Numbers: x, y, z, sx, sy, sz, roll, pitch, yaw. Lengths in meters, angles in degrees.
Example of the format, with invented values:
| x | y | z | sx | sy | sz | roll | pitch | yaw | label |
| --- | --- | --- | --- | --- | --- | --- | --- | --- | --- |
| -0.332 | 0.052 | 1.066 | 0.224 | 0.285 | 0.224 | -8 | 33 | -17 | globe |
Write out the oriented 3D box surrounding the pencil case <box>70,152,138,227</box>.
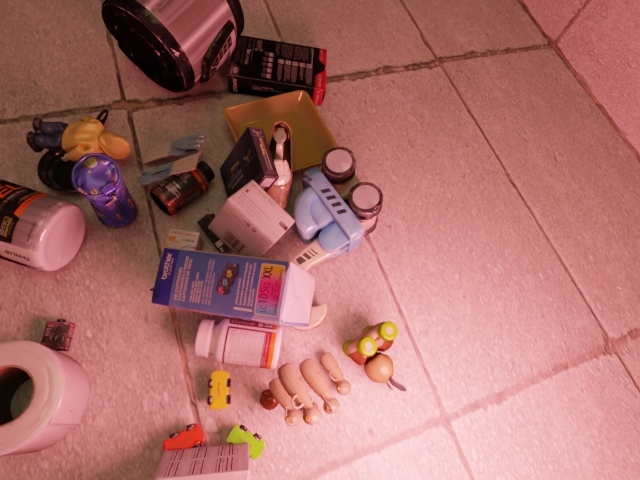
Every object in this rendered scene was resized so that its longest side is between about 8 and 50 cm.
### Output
| x | y | z | sx | sy | sz | roll | pitch | yaw | label |
| --- | --- | --- | --- | --- | --- | --- | --- | --- | --- |
| -0.598 | -0.127 | 1.135 | 0.119 | 0.306 | 0.133 | -36 | 87 | -22 | pencil case |

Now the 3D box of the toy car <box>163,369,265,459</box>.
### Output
| x | y | z | sx | sy | sz | roll | pitch | yaw | label |
| --- | --- | --- | --- | --- | --- | --- | --- | --- | --- |
| -0.248 | 0.491 | 1.043 | 0.225 | 0.053 | 0.239 | 31 | 65 | 5 | toy car |

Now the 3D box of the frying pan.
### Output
| x | y | z | sx | sy | sz | roll | pitch | yaw | label |
| --- | --- | --- | --- | --- | --- | --- | --- | --- | --- |
| -0.802 | -0.289 | 1.313 | 0.198 | 0.053 | 0.325 | -5 | 64 | -13 | frying pan |

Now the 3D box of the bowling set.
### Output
| x | y | z | sx | sy | sz | roll | pitch | yaw | label |
| --- | --- | --- | --- | --- | --- | --- | --- | --- | --- |
| -0.049 | 0.423 | 1.065 | 0.200 | 0.287 | 0.154 | -44 | 65 | 19 | bowling set |

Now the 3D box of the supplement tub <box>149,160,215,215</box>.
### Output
| x | y | z | sx | sy | sz | roll | pitch | yaw | label |
| --- | --- | --- | --- | --- | --- | --- | --- | --- | --- |
| -0.437 | -0.174 | 1.293 | 0.106 | 0.106 | 0.198 | 42 | 65 | 11 | supplement tub |

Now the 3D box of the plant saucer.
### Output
| x | y | z | sx | sy | sz | roll | pitch | yaw | label |
| --- | --- | --- | --- | --- | --- | --- | --- | --- | --- |
| -0.142 | -0.366 | 1.448 | 0.333 | 0.081 | 0.332 | -20 | 70 | -19 | plant saucer |

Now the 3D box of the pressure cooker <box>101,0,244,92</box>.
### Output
| x | y | z | sx | sy | sz | roll | pitch | yaw | label |
| --- | --- | --- | --- | --- | --- | --- | --- | --- | --- |
| -0.478 | -0.788 | 1.402 | 0.370 | 0.375 | 0.420 | 25 | 69 | 27 | pressure cooker |

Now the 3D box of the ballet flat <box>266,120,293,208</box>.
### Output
| x | y | z | sx | sy | sz | roll | pitch | yaw | label |
| --- | --- | --- | --- | --- | --- | --- | --- | --- | --- |
| -0.138 | -0.255 | 1.293 | 0.108 | 0.106 | 0.315 | 2 | 65 | -9 | ballet flat |

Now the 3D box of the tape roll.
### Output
| x | y | z | sx | sy | sz | roll | pitch | yaw | label |
| --- | --- | --- | --- | --- | --- | --- | --- | --- | --- |
| -0.710 | 0.374 | 0.953 | 0.246 | 0.169 | 0.246 | 4 | 64 | -7 | tape roll |

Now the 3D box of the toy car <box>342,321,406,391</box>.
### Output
| x | y | z | sx | sy | sz | roll | pitch | yaw | label |
| --- | --- | --- | --- | --- | --- | --- | --- | --- | --- |
| 0.175 | 0.342 | 1.139 | 0.149 | 0.155 | 0.188 | -30 | 83 | -21 | toy car |

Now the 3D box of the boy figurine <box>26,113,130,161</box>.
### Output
| x | y | z | sx | sy | sz | roll | pitch | yaw | label |
| --- | --- | --- | --- | --- | --- | --- | --- | --- | --- |
| -0.746 | -0.323 | 1.266 | 0.286 | 0.092 | 0.177 | 4 | 65 | -10 | boy figurine |

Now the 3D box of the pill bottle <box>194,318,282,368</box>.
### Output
| x | y | z | sx | sy | sz | roll | pitch | yaw | label |
| --- | --- | --- | --- | --- | --- | --- | --- | --- | --- |
| -0.222 | 0.281 | 1.107 | 0.221 | 0.121 | 0.121 | 9 | 64 | -5 | pill bottle |

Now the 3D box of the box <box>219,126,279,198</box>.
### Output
| x | y | z | sx | sy | sz | roll | pitch | yaw | label |
| --- | --- | --- | --- | --- | --- | --- | --- | --- | --- |
| -0.233 | -0.215 | 1.274 | 0.059 | 0.233 | 0.183 | -3 | 66 | -40 | box |

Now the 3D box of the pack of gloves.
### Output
| x | y | z | sx | sy | sz | roll | pitch | yaw | label |
| --- | --- | --- | --- | --- | --- | --- | --- | --- | --- |
| -0.477 | -0.255 | 1.310 | 0.232 | 0.046 | 0.195 | -13 | 51 | 15 | pack of gloves |

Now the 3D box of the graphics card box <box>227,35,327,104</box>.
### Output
| x | y | z | sx | sy | sz | roll | pitch | yaw | label |
| --- | --- | --- | --- | --- | --- | --- | --- | --- | --- |
| -0.164 | -0.671 | 1.580 | 0.371 | 0.094 | 0.232 | 6 | 65 | -8 | graphics card box |

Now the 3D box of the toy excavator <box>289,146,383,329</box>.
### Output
| x | y | z | sx | sy | sz | roll | pitch | yaw | label |
| --- | --- | --- | --- | --- | --- | --- | --- | --- | --- |
| 0.000 | 0.000 | 1.258 | 0.445 | 0.222 | 0.432 | -33 | 75 | -7 | toy excavator |

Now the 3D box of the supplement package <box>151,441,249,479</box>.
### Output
| x | y | z | sx | sy | sz | roll | pitch | yaw | label |
| --- | --- | --- | --- | --- | --- | --- | --- | --- | --- |
| -0.263 | 0.593 | 0.909 | 0.203 | 0.149 | 0.194 | -1 | 86 | -10 | supplement package |

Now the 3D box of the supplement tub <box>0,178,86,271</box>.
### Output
| x | y | z | sx | sy | sz | roll | pitch | yaw | label |
| --- | --- | --- | --- | --- | --- | --- | --- | --- | --- |
| -0.863 | -0.056 | 1.106 | 0.338 | 0.207 | 0.207 | 18 | 63 | -1 | supplement tub |

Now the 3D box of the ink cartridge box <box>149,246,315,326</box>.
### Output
| x | y | z | sx | sy | sz | roll | pitch | yaw | label |
| --- | --- | --- | --- | --- | --- | --- | --- | --- | --- |
| -0.237 | 0.123 | 1.050 | 0.396 | 0.270 | 0.151 | 8 | 78 | 14 | ink cartridge box |

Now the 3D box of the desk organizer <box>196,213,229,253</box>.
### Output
| x | y | z | sx | sy | sz | roll | pitch | yaw | label |
| --- | --- | --- | --- | --- | --- | --- | --- | --- | --- |
| -0.325 | -0.022 | 1.270 | 0.047 | 0.050 | 0.130 | -37 | 91 | 11 | desk organizer |

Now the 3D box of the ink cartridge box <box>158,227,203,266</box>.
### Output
| x | y | z | sx | sy | sz | roll | pitch | yaw | label |
| --- | --- | --- | --- | --- | --- | --- | --- | --- | --- |
| -0.415 | 0.034 | 1.207 | 0.092 | 0.090 | 0.143 | 9 | 65 | -6 | ink cartridge box |

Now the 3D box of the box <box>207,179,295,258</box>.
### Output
| x | y | z | sx | sy | sz | roll | pitch | yaw | label |
| --- | --- | --- | --- | --- | --- | --- | --- | --- | --- |
| -0.208 | -0.048 | 1.200 | 0.181 | 0.182 | 0.119 | 44 | 47 | -6 | box |

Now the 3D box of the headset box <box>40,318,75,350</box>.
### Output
| x | y | z | sx | sy | sz | roll | pitch | yaw | label |
| --- | --- | --- | --- | --- | --- | --- | --- | --- | --- |
| -0.709 | 0.254 | 1.084 | 0.062 | 0.032 | 0.083 | 5 | 66 | -8 | headset box |
